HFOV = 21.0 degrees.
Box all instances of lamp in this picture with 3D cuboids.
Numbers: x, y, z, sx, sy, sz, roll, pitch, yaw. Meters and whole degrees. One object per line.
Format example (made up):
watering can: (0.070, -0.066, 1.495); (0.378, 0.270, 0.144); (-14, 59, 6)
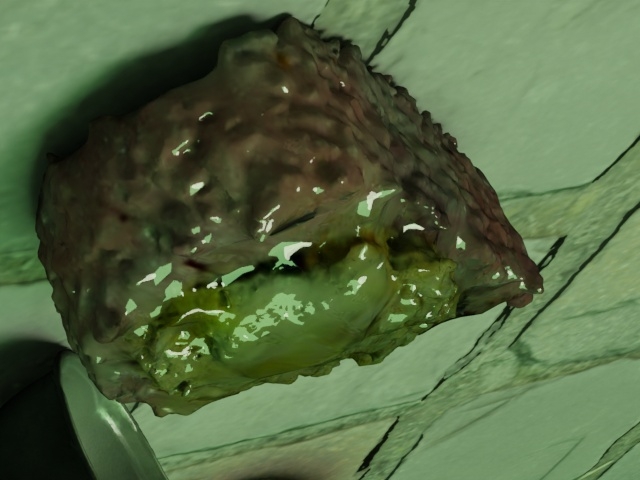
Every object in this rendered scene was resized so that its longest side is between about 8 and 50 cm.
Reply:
lamp: (-0.183, 0.176, 0.833); (0.227, 0.172, 0.147); (-29, 157, 3)

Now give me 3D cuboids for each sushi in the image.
sushi: (-0.017, 0.009, 0.743); (0.161, 0.107, 0.241); (-30, 156, 18)
